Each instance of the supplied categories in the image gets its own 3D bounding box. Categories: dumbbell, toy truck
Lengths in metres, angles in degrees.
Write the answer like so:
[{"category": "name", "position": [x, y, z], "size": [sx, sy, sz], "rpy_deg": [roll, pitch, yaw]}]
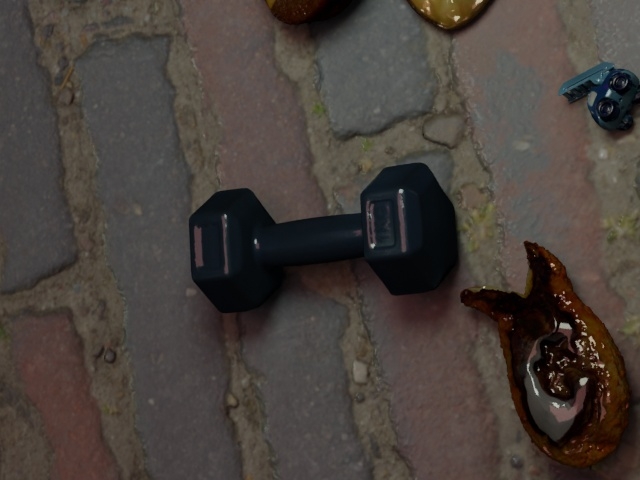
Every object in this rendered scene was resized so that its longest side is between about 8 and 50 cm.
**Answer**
[{"category": "dumbbell", "position": [0.000, 0.000, 1.835], "size": [0.325, 0.160, 0.144], "rpy_deg": [-8, 50, 26]}, {"category": "toy truck", "position": [0.326, -0.172, 1.745], "size": [0.090, 0.056, 0.073], "rpy_deg": [27, 92, 40]}]

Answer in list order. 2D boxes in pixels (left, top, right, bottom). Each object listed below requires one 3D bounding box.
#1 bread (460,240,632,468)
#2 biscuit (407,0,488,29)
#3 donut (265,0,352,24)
[{"category": "bread", "position": [0.271, 0.133, 1.721], "size": [0.139, 0.095, 0.269], "rpy_deg": [-33, 57, 17]}, {"category": "biscuit", "position": [0.161, -0.389, 1.858], "size": [0.203, 0.041, 0.260], "rpy_deg": [-3, 83, 23]}, {"category": "donut", "position": [-0.001, -0.361, 1.894], "size": [0.166, 0.073, 0.184], "rpy_deg": [49, 121, 33]}]
